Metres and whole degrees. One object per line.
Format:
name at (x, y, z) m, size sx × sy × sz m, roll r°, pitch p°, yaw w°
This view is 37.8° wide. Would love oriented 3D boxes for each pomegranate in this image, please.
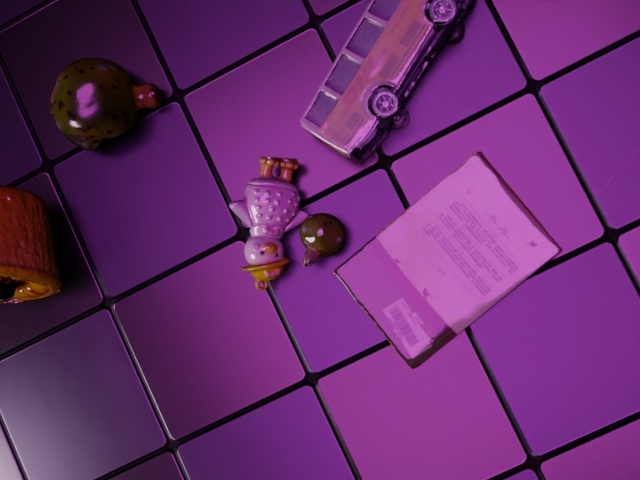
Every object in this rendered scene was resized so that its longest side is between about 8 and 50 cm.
pomegranate at (-0.345, -0.225, 1.466) m, size 0.169 × 0.122 × 0.143 m, roll -16°, pitch 55°, yaw 12°
pomegranate at (0.002, 0.000, 1.418) m, size 0.073 × 0.073 × 0.084 m, roll 11°, pitch 94°, yaw 11°

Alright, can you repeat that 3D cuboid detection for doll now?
doll at (-0.079, -0.026, 1.427) m, size 0.129 × 0.081 × 0.207 m, roll 7°, pitch 89°, yaw -22°

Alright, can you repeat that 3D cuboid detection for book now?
book at (0.188, 0.030, 1.403) m, size 0.289 × 0.026 × 0.201 m, roll -39°, pitch 82°, yaw 6°

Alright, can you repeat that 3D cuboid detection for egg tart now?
egg tart at (-0.504, 0.013, 1.451) m, size 0.215 × 0.215 × 0.170 m, roll -2°, pitch 73°, yaw 10°

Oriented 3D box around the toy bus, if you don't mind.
toy bus at (0.109, -0.281, 1.403) m, size 0.138 × 0.097 × 0.342 m, roll 32°, pitch 94°, yaw 17°
